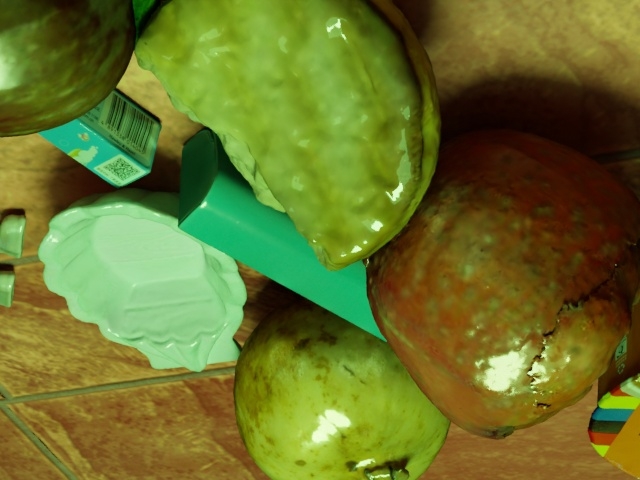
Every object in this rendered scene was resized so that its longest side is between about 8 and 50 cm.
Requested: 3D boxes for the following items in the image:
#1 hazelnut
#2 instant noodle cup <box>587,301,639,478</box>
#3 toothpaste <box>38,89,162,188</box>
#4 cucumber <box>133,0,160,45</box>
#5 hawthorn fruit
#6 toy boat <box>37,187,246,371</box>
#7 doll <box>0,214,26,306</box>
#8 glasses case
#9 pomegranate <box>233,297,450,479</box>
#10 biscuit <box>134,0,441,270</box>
[{"bbox_3d":[-0.249,-0.192,1.095,0.218,0.218,0.233,-8,116,16],"label":"hazelnut"},{"bbox_3d":[0.383,0.102,1.409,0.250,0.192,0.250,2,143,1],"label":"instant noodle cup"},{"bbox_3d":[-0.258,-0.145,1.284,0.050,0.065,0.267,-23,134,38],"label":"toothpaste"},{"bbox_3d":[-0.138,-0.244,1.154,0.056,0.056,0.250,15,142,-12],"label":"cucumber"},{"bbox_3d":[0.148,0.012,1.295,0.307,0.276,0.276,41,135,-2],"label":"hawthorn fruit"},{"bbox_3d":[-0.168,0.028,1.462,0.199,0.100,0.290,-4,140,13],"label":"toy boat"},{"bbox_3d":[-0.425,0.019,1.503,0.217,0.085,0.183,-1,147,-20],"label":"doll"},{"bbox_3d":[0.000,-0.002,1.397,0.301,0.117,0.070,28,126,-27],"label":"glasses case"},{"bbox_3d":[0.025,0.171,1.515,0.248,0.248,0.248,3,142,3],"label":"pomegranate"},{"bbox_3d":[-0.008,-0.119,1.194,0.213,0.091,0.274,-35,90,22],"label":"biscuit"}]
